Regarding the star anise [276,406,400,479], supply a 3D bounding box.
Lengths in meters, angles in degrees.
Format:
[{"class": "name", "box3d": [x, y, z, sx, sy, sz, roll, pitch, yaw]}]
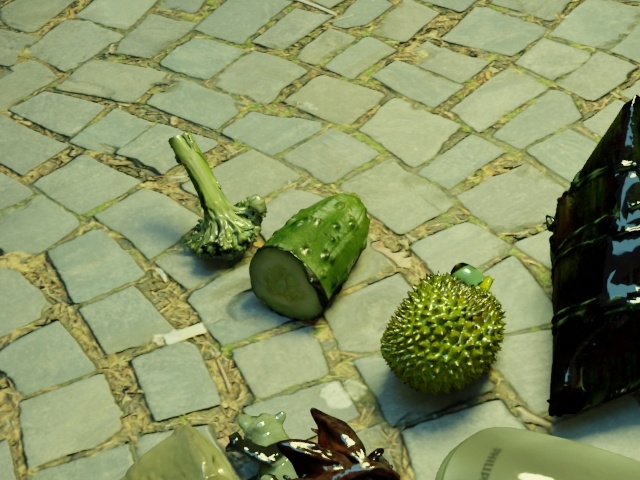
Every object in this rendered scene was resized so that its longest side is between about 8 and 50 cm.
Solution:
[{"class": "star anise", "box3d": [0.061, 0.292, 1.387, 0.102, 0.272, 0.272, -38, 36, 25]}]

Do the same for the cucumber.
[{"class": "cucumber", "box3d": [0.003, 0.002, 1.797, 0.134, 0.134, 0.244, 17, 43, 22]}]

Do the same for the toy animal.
[{"class": "toy animal", "box3d": [-0.043, 0.292, 1.500, 0.121, 0.094, 0.225, -10, 32, -32]}]

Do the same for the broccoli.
[{"class": "broccoli", "box3d": [-0.166, -0.069, 1.834, 0.118, 0.204, 0.122, -31, 14, -30]}]

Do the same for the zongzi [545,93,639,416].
[{"class": "zongzi", "box3d": [0.474, 0.063, 1.626, 0.362, 0.319, 0.384, 5, 61, -3]}]

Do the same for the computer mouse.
[{"class": "computer mouse", "box3d": [0.296, 0.318, 1.444, 0.330, 0.095, 0.197, 12, 50, 18]}]

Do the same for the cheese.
[{"class": "cheese", "box3d": [-0.142, 0.342, 1.430, 0.159, 0.093, 0.263, -48, 46, 8]}]

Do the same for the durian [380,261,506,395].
[{"class": "durian", "box3d": [0.169, 0.129, 1.617, 0.146, 0.159, 0.198, 41, 26, 27]}]
